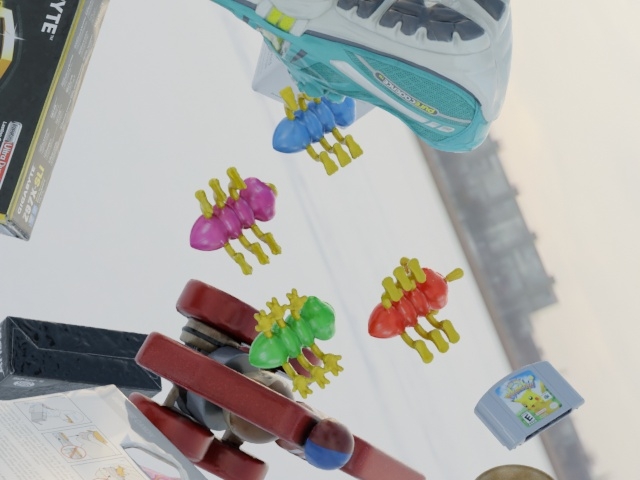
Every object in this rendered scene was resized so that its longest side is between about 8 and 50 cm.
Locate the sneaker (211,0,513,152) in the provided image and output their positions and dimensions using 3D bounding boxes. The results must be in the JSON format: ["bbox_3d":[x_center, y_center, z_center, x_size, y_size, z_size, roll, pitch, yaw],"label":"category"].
[{"bbox_3d":[-0.013,-0.130,0.872,0.275,0.107,0.110,31,-35,31],"label":"sneaker"}]

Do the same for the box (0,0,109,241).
[{"bbox_3d":[-0.369,-0.182,1.532,0.079,0.257,0.322,67,38,-71],"label":"box"}]

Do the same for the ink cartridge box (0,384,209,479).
[{"bbox_3d":[-0.223,0.233,1.328,0.296,0.261,0.066,37,-63,43],"label":"ink cartridge box"}]

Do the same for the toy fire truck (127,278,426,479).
[{"bbox_3d":[-0.043,0.179,1.577,0.254,0.169,0.302,21,-11,32],"label":"toy fire truck"}]

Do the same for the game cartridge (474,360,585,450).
[{"bbox_3d":[0.172,0.135,1.276,0.056,0.083,0.017,46,-29,31],"label":"game cartridge"}]

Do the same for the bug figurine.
[{"bbox_3d":[0.000,0.000,1.352,0.279,0.216,0.072,63,-21,-11],"label":"bug figurine"}]

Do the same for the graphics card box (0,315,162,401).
[{"bbox_3d":[-0.411,0.227,2.174,0.233,0.371,0.094,10,60,-32],"label":"graphics card box"}]

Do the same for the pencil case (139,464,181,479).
[{"bbox_3d":[-0.169,0.347,1.888,0.124,0.284,0.124,-163,-90,-86],"label":"pencil case"}]

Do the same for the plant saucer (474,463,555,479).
[{"bbox_3d":[0.176,0.234,1.381,0.083,0.083,0.015,-106,-170,-56],"label":"plant saucer"}]

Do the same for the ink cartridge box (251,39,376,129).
[{"bbox_3d":[0.062,-0.280,1.602,0.307,0.129,0.223,-30,-138,61],"label":"ink cartridge box"}]
